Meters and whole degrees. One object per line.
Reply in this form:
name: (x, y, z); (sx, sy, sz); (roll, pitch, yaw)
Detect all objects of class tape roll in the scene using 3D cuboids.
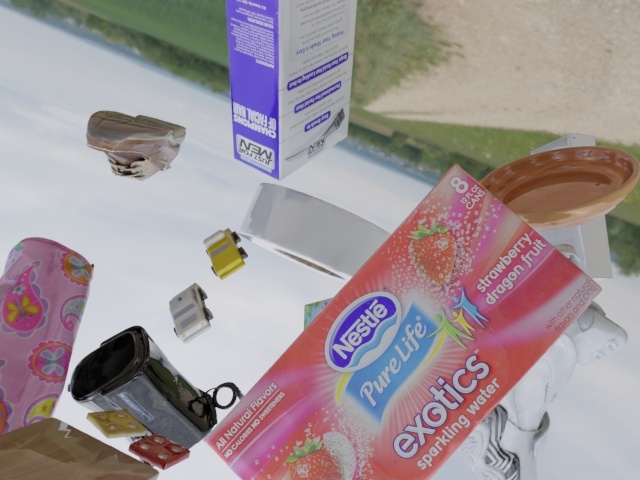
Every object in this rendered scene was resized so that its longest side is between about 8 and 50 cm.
tape roll: (0.000, 0.000, 1.191); (0.286, 0.100, 0.286); (23, 174, 3)

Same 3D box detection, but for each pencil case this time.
pencil case: (-0.385, 0.137, 0.863); (0.124, 0.124, 0.284); (18, -125, -21)

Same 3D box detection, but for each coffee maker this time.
coffee maker: (-0.232, 0.207, 0.934); (0.120, 0.171, 0.178); (27, 154, 46)

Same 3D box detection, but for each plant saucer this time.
plant saucer: (0.298, -0.065, 0.844); (0.199, 0.037, 0.200); (-16, -157, 7)

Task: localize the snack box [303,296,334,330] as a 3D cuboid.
snack box: (0.034, 0.136, 1.010); (0.141, 0.100, 0.037); (-19, 149, 41)

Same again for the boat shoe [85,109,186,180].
boat shoe: (-0.331, -0.165, 1.214); (0.123, 0.117, 0.324); (19, -170, 6)

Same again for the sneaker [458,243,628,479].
sneaker: (0.241, 0.168, 0.765); (0.366, 0.210, 0.137); (61, 178, -34)

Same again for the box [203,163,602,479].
box: (0.067, 0.102, 0.569); (0.154, 0.300, 0.142); (43, 180, 10)

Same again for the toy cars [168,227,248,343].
toy cars: (-0.305, 0.092, 1.735); (0.176, 0.394, 0.087); (-8, 131, 34)

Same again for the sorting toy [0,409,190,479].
sorting toy: (-0.233, 0.217, 0.592); (0.132, 0.046, 0.274); (20, -174, 17)

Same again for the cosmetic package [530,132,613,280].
cosmetic package: (0.418, -0.048, 1.109); (0.060, 0.239, 0.099); (1, 170, -21)

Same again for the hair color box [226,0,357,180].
hair color box: (-0.040, -0.282, 0.983); (0.110, 0.339, 0.185); (25, -137, 28)
